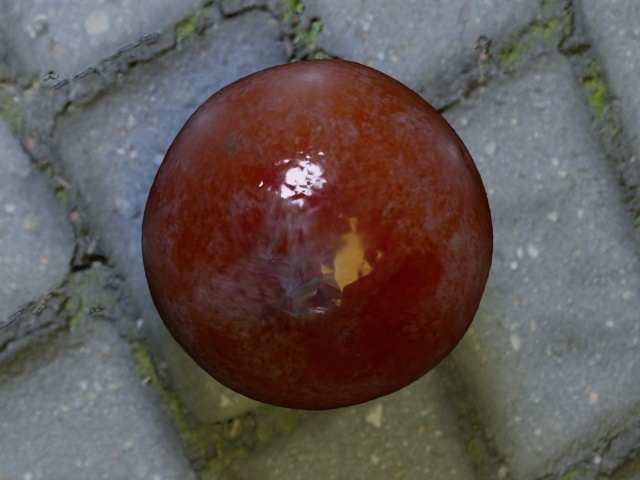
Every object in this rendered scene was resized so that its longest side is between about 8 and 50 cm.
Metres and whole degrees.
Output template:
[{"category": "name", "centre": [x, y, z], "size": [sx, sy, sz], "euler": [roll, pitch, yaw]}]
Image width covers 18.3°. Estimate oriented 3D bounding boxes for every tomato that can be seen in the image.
[{"category": "tomato", "centre": [0.000, 0.000, 1.470], "size": [0.264, 0.265, 0.265], "euler": [-7, 107, -22]}]
